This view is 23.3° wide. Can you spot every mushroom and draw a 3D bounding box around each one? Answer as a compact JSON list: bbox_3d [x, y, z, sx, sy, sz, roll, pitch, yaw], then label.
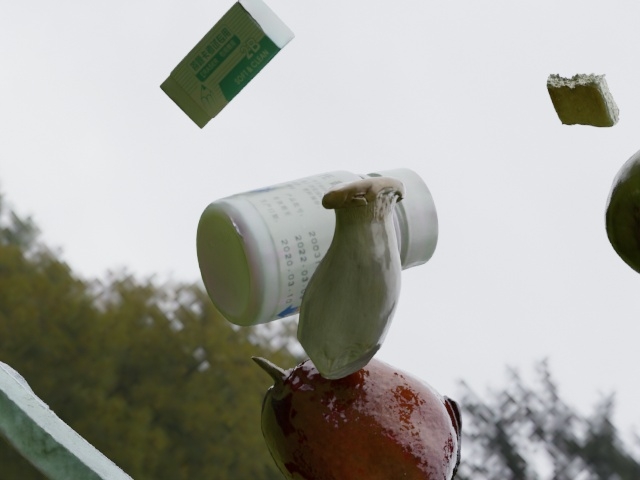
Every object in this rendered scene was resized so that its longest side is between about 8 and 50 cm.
[{"bbox_3d":[0.032,0.036,1.532,0.088,0.097,0.213,-106,-157,-72],"label":"mushroom"}]

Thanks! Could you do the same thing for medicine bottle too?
[{"bbox_3d":[0.000,0.000,2.003,0.170,0.292,0.170,31,-52,52],"label":"medicine bottle"}]

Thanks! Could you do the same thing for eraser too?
[{"bbox_3d":[-0.138,-0.262,2.258,0.095,0.052,0.225,45,-47,-6],"label":"eraser"}]

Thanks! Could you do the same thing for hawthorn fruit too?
[{"bbox_3d":[0.032,0.194,1.639,0.251,0.189,0.189,44,-18,-16],"label":"hawthorn fruit"}]

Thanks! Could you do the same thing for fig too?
[{"bbox_3d":[0.349,-0.038,1.466,0.142,0.186,0.148,23,-65,15],"label":"fig"}]

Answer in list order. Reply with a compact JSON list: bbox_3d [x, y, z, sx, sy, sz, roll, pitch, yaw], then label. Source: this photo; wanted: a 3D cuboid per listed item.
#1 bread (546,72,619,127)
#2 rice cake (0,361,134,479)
[{"bbox_3d":[0.306,-0.163,1.812,0.083,0.035,0.070,1,-48,47],"label":"bread"},{"bbox_3d":[-0.238,0.201,1.457,0.290,0.051,0.081,37,14,19],"label":"rice cake"}]
